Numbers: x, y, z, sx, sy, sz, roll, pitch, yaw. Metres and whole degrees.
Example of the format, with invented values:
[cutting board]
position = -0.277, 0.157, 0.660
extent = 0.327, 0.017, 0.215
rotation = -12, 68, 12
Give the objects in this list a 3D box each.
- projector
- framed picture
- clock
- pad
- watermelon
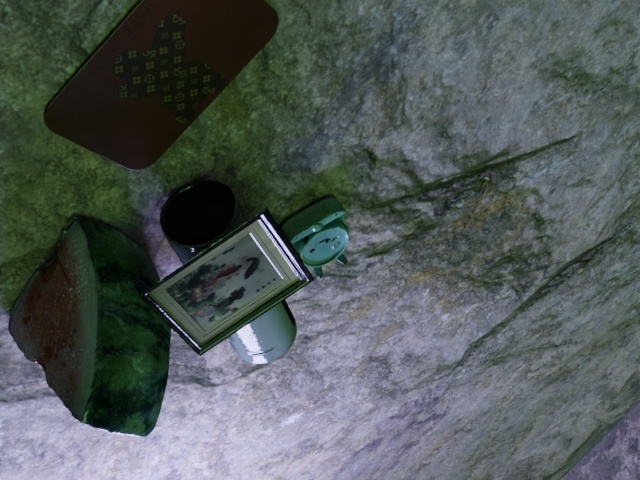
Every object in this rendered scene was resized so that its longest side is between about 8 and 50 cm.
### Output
[projector]
position = -0.122, 0.054, 1.385
extent = 0.108, 0.108, 0.337
rotation = -31, 145, -7
[framed picture]
position = -0.118, 0.059, 1.294
extent = 0.195, 0.010, 0.199
rotation = -33, 145, -1
[clock]
position = 0.000, 0.000, 1.480
extent = 0.101, 0.041, 0.135
rotation = -32, 144, -6
[pad]
position = -0.179, -0.197, 1.136
extent = 0.267, 0.004, 0.181
rotation = -44, 144, 13
[watermelon]
position = -0.302, 0.136, 1.272
extent = 0.201, 0.262, 0.213
rotation = -15, 153, 19
